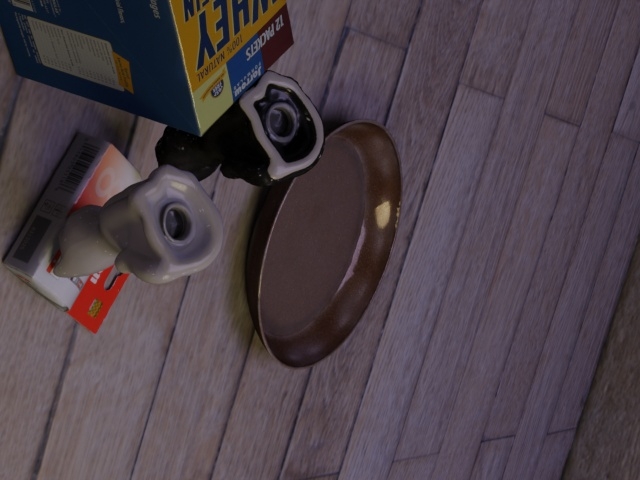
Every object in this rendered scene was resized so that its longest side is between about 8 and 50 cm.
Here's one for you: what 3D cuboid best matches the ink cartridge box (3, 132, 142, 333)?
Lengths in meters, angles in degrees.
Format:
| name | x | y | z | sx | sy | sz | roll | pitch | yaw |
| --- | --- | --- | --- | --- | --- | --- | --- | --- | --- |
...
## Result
| name | x | y | z | sx | sy | sz | roll | pitch | yaw |
| --- | --- | --- | --- | --- | --- | --- | --- | --- | --- |
| ink cartridge box | -0.208 | 0.003 | 1.403 | 0.145 | 0.045 | 0.179 | -62 | 148 | -14 |

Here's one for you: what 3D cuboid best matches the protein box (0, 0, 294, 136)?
| name | x | y | z | sx | sy | sz | roll | pitch | yaw |
| --- | --- | --- | --- | --- | --- | --- | --- | --- | --- |
| protein box | -0.153 | -0.221 | 1.189 | 0.136 | 0.201 | 0.199 | -50 | 146 | -34 |

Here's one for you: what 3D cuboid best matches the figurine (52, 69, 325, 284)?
| name | x | y | z | sx | sy | sz | roll | pitch | yaw |
| --- | --- | --- | --- | --- | --- | --- | --- | --- | --- |
| figurine | -0.128 | -0.043 | 1.287 | 0.215 | 0.209 | 0.092 | -45 | 109 | -28 |

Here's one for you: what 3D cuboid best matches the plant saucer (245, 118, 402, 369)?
| name | x | y | z | sx | sy | sz | roll | pitch | yaw |
| --- | --- | --- | --- | --- | --- | --- | --- | --- | --- |
| plant saucer | 0.000 | 0.000 | 1.763 | 0.310 | 0.050 | 0.310 | -39 | 139 | -44 |
